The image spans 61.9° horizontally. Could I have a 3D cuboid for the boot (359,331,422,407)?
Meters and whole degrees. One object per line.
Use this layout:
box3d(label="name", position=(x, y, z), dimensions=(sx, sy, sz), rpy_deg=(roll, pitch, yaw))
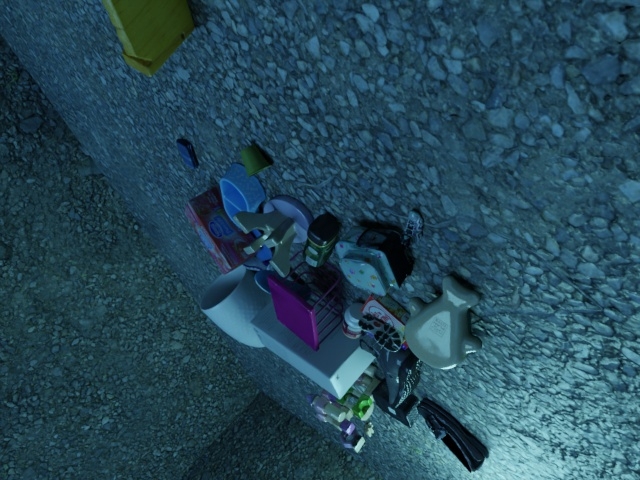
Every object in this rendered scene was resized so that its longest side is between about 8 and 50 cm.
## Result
box3d(label="boot", position=(0.239, 0.437, 1.895), dimensions=(0.222, 0.118, 0.338), rpy_deg=(36, 143, 28))

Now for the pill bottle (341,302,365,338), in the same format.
box3d(label="pill bottle", position=(0.122, 0.273, 1.836), dimensions=(0.086, 0.086, 0.152), rpy_deg=(38, 153, 17))

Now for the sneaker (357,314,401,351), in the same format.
box3d(label="sneaker", position=(0.195, 0.295, 1.691), dimensions=(0.170, 0.068, 0.071), rpy_deg=(36, 170, 42))

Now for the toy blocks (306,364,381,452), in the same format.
box3d(label="toy blocks", position=(0.092, 0.649, 2.222), dimensions=(0.260, 0.289, 0.309), rpy_deg=(18, 146, 40))

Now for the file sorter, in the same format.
box3d(label="file sorter", position=(-0.037, 0.206, 1.871), dimensions=(0.202, 0.182, 0.291), rpy_deg=(35, 152, 26))

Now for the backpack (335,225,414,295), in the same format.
box3d(label="backpack", position=(0.130, 0.049, 1.420), dimensions=(0.188, 0.144, 0.166), rpy_deg=(23, 152, 47))

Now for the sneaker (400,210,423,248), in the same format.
box3d(label="sneaker", position=(0.212, -0.019, 1.268), dimensions=(0.038, 0.069, 0.098), rpy_deg=(26, 149, 36))

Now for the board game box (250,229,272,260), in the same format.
box3d(label="board game box", position=(-0.225, 0.010, 2.037), dimensions=(0.133, 0.033, 0.168), rpy_deg=(60, 152, -6))

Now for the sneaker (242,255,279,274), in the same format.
box3d(label="sneaker", position=(-0.241, 0.072, 2.149), dimensions=(0.223, 0.083, 0.098), rpy_deg=(18, 124, 38))

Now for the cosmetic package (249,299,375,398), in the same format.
box3d(label="cosmetic package", position=(-0.035, 0.386, 2.087), dimensions=(0.453, 0.230, 0.162), rpy_deg=(26, 149, 38))

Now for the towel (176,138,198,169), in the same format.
box3d(label="towel", position=(-0.494, -0.322, 1.982), dimensions=(0.067, 0.029, 0.119), rpy_deg=(33, 153, 27))

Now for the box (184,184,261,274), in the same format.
box3d(label="box", position=(-0.378, -0.037, 2.039), dimensions=(0.300, 0.142, 0.154), rpy_deg=(57, 156, 0))

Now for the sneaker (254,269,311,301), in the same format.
box3d(label="sneaker", position=(-0.154, 0.183, 2.062), dimensions=(0.228, 0.088, 0.092), rpy_deg=(25, 162, -16))

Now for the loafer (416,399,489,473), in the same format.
box3d(label="loafer", position=(0.466, 0.710, 1.937), dimensions=(0.302, 0.095, 0.109), rpy_deg=(39, 154, 15))

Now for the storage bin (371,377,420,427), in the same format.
box3d(label="storage bin", position=(0.302, 0.641, 2.109), dimensions=(0.180, 0.084, 0.122), rpy_deg=(24, 147, 42))

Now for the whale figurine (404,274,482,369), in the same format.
box3d(label="whale figurine", position=(0.332, 0.203, 1.383), dimensions=(0.216, 0.141, 0.272), rpy_deg=(33, 128, 26))

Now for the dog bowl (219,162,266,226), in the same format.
box3d(label="dog bowl", position=(-0.270, -0.138, 1.851), dimensions=(0.166, 0.074, 0.297), rpy_deg=(38, 155, 18))

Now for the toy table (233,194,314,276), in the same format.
box3d(label="toy table", position=(-0.146, -0.026, 1.723), dimensions=(0.252, 0.161, 0.274), rpy_deg=(47, 155, -1))

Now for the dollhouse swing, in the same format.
box3d(label="dollhouse swing", position=(-0.514, -0.631, 1.262), dimensions=(0.304, 0.315, 0.347), rpy_deg=(13, 145, 18))

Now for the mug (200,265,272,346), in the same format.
box3d(label="mug", position=(-0.335, 0.294, 2.431), dimensions=(0.328, 0.276, 0.374), rpy_deg=(49, -173, -23))

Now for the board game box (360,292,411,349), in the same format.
box3d(label="board game box", position=(0.225, 0.247, 1.681), dimensions=(0.193, 0.045, 0.147), rpy_deg=(41, 155, 12))

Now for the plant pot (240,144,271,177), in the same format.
box3d(label="plant pot", position=(-0.201, -0.241, 1.592), dimensions=(0.079, 0.083, 0.083), rpy_deg=(62, 153, -7))

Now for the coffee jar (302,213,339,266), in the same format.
box3d(label="coffee jar", position=(0.000, 0.000, 1.604), dimensions=(0.079, 0.096, 0.184), rpy_deg=(38, 154, 12))
